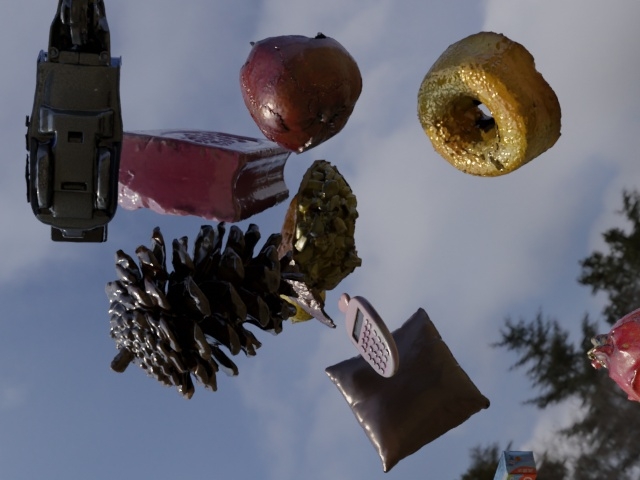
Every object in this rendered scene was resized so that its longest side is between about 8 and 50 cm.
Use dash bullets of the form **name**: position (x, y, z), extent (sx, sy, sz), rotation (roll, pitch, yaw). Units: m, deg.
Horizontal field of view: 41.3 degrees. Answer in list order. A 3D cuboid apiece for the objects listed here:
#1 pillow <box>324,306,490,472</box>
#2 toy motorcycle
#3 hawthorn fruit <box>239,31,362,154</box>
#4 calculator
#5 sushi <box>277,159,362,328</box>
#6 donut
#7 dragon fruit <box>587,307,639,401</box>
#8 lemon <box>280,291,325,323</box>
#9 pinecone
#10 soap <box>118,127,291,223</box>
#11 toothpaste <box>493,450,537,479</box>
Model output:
- **pillow**: position (0.208, 0.364, 2.101), extent (0.307, 0.305, 0.108), rotation (-32, -27, -4)
- **toy motorcycle**: position (-0.337, -0.172, 1.181), extent (0.125, 0.212, 0.359), rotation (3, -87, -13)
- **hawthorn fruit**: position (-0.033, -0.199, 1.060), extent (0.148, 0.172, 0.148), rotation (-30, -31, -20)
- **calculator**: position (0.077, 0.147, 1.364), extent (0.024, 0.166, 0.103), rotation (-18, -40, -24)
- **sushi**: position (0.000, -0.004, 1.572), extent (0.166, 0.179, 0.296), rotation (36, -116, -32)
- **donut**: position (0.269, -0.216, 1.385), extent (0.118, 0.253, 0.254), rotation (-42, -37, -33)
- **dragon fruit**: position (0.396, 0.144, 1.078), extent (0.153, 0.110, 0.153), rotation (1, -90, -71)
- **lemon**: position (-0.042, 0.125, 1.918), extent (0.109, 0.109, 0.133), rotation (3, -70, -54)
- **pinecone**: position (-0.170, 0.084, 1.206), extent (0.309, 0.244, 0.244), rotation (-25, -46, -23)
- **soap**: position (-0.200, -0.121, 1.503), extent (0.359, 0.232, 0.128), rotation (-38, -44, -76)
- **toothpaste**: position (0.327, 0.415, 1.418), extent (0.193, 0.070, 0.044), rotation (90, 180, -48)
